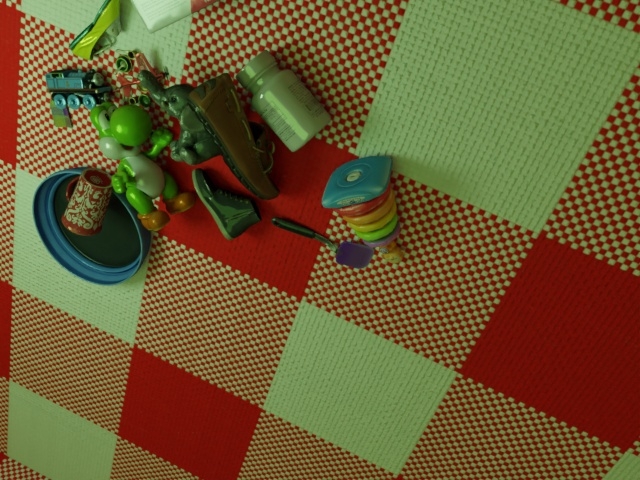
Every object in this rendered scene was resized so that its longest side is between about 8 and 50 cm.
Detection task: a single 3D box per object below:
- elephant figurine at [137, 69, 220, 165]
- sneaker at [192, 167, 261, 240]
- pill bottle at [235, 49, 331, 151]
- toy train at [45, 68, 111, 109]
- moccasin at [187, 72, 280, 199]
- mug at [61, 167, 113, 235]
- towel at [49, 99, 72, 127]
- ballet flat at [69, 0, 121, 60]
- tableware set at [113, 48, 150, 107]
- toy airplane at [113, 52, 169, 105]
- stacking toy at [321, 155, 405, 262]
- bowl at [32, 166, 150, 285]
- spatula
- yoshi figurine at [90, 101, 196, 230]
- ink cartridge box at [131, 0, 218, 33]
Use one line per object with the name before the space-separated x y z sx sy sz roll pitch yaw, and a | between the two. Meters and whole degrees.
elephant figurine | -0.326 -0.325 1.656 0.169 0.186 0.239 27 135 35
sneaker | -0.258 -0.122 1.809 0.118 0.083 0.222 -29 98 12
pill bottle | -0.093 -0.340 1.580 0.131 0.131 0.229 -36 101 32
toy train | -0.666 -0.418 1.793 0.184 0.080 0.105 5 113 19
moccasin | -0.187 -0.250 1.630 0.147 0.139 0.380 -36 130 -8
mug | -0.670 -0.121 1.848 0.150 0.113 0.169 32 120 0
towel | -0.756 -0.368 1.895 0.060 0.009 0.083 6 118 19
ballet flat | -0.566 -0.548 1.693 0.077 0.077 0.231 37 130 -27
tableware set | -0.505 -0.435 1.752 0.104 0.024 0.154 10 120 15
toy airplane | -0.474 -0.420 1.725 0.151 0.028 0.151 -4 124 -7
stacking toy | 0.141 -0.048 1.660 0.175 0.165 0.302 -11 127 25
bowl | -0.702 -0.045 2.012 0.391 0.077 0.391 9 120 16
spatula | 0.000 0.000 1.792 0.296 0.030 0.084 24 126 7
yoshi figurine | -0.484 -0.218 1.770 0.203 0.203 0.362 -27 108 6
ink cartridge box | -0.341 -0.703 1.434 0.279 0.160 0.384 -12 119 29
